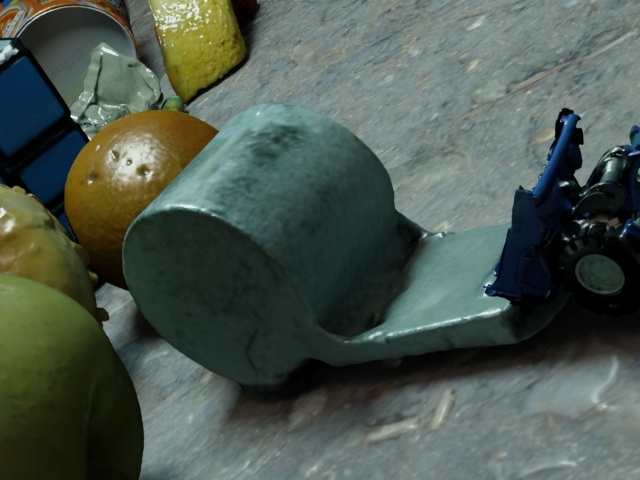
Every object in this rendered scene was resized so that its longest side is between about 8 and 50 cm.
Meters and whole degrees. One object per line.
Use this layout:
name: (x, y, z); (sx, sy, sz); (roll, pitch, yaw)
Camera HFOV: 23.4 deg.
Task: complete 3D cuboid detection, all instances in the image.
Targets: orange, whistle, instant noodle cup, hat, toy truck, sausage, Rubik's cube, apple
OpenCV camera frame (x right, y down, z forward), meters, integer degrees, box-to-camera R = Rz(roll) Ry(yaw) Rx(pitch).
orange: (-0.163, -0.037, 1.566); (0.206, 0.206, 0.206); (-28, 25, 14)
whistle: (0.014, 0.026, 1.302); (0.405, 0.188, 0.168); (20, 45, 21)
instant noodle cup: (-0.377, -0.281, 2.240); (0.250, 0.250, 0.192); (-35, 34, 0)
hat: (-0.309, -0.131, 2.072); (0.244, 0.149, 0.214); (118, 177, -56)
toy truck: (0.217, -0.022, 1.109); (0.208, 0.126, 0.113); (-4, 35, 30)
sausage: (-0.193, -0.123, 1.945); (0.033, 0.033, 0.269); (-28, 25, 14)
Rubik's cube: (-0.418, -0.045, 1.773); (0.283, 0.288, 0.293); (-42, 23, -22)
apple: (-0.283, 0.170, 1.236); (0.254, 0.292, 0.292); (5, 36, 10)

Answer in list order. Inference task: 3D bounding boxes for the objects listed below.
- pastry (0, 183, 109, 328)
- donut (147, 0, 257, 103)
pastry: (-0.347, 0.094, 1.516); (0.316, 0.184, 0.284); (-36, 66, 16)
donut: (-0.163, -0.326, 2.152); (0.112, 0.151, 0.295); (-18, 27, 11)
